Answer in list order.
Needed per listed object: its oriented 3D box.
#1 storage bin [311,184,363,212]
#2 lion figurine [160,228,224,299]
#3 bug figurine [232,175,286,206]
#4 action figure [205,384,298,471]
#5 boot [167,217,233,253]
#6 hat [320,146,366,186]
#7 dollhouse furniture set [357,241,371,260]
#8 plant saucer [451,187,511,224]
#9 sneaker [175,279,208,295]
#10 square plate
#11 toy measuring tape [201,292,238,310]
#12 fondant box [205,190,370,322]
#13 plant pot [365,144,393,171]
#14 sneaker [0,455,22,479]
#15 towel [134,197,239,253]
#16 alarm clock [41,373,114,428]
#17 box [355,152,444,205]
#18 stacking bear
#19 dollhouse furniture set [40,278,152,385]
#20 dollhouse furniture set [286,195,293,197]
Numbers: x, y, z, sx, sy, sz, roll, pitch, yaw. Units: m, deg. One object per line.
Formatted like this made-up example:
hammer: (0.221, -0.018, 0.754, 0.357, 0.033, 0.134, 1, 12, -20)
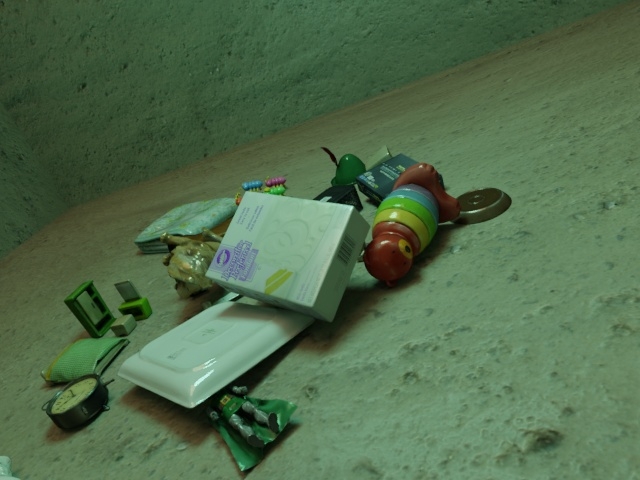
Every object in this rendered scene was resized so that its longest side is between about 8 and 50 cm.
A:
storage bin: (0.033, -0.098, 1.634, 0.122, 0.085, 0.180, 5, 35, 48)
lion figurine: (-0.308, 0.047, 1.514, 0.240, 0.142, 0.392, 14, 19, 31)
bug figurine: (-0.242, -0.201, 2.098, 0.216, 0.072, 0.279, -11, 24, 4)
action figure: (-0.156, 0.315, 0.952, 0.137, 0.064, 0.232, -40, 24, -28)
boot: (-0.364, 0.008, 1.823, 0.280, 0.096, 0.264, -23, 19, -31)
hat: (0.091, -0.314, 1.918, 0.172, 0.184, 0.208, -23, 23, -1)
dollhouse furniture set: (0.067, 0.005, 1.378, 0.114, 0.081, 0.091, -10, 26, 30)
plant saucer: (0.409, -0.096, 1.346, 0.168, 0.029, 0.168, -21, 23, 9)
sneaker: (-0.416, 0.132, 1.581, 0.074, 0.063, 0.170, -31, 28, -33)
square plate: (-0.244, 0.226, 1.164, 0.347, 0.049, 0.344, 0, 22, 46)
toy measuring tape: (-0.190, 0.074, 1.419, 0.330, 0.122, 0.121, -30, 24, -17)
fondant box: (-0.080, 0.026, 1.183, 0.330, 0.096, 0.239, 10, 70, 37)
plant pot: (0.213, -0.247, 1.772, 0.096, 0.109, 0.109, -28, 21, 15)
sneaker: (-0.660, 0.478, 1.033, 0.232, 0.091, 0.115, -11, 22, 25)
towel: (-0.551, -0.068, 2.114, 0.374, 0.090, 0.320, -4, 31, 38)
alarm clock: (-0.575, 0.377, 1.199, 0.191, 0.064, 0.129, -10, 26, 23)
box: (0.241, -0.178, 1.595, 0.183, 0.059, 0.233, -27, 35, -11)
stacking bear: (0.196, -0.022, 1.233, 0.164, 0.175, 0.289, -20, 27, 46)
dollhouse furniture set: (-0.647, 0.243, 1.444, 0.197, 0.151, 0.302, -13, 25, 22)
dollhouse furniture set: (-0.116, -0.083, 1.820, 0.076, 0.059, 0.152, -10, 45, 13)
